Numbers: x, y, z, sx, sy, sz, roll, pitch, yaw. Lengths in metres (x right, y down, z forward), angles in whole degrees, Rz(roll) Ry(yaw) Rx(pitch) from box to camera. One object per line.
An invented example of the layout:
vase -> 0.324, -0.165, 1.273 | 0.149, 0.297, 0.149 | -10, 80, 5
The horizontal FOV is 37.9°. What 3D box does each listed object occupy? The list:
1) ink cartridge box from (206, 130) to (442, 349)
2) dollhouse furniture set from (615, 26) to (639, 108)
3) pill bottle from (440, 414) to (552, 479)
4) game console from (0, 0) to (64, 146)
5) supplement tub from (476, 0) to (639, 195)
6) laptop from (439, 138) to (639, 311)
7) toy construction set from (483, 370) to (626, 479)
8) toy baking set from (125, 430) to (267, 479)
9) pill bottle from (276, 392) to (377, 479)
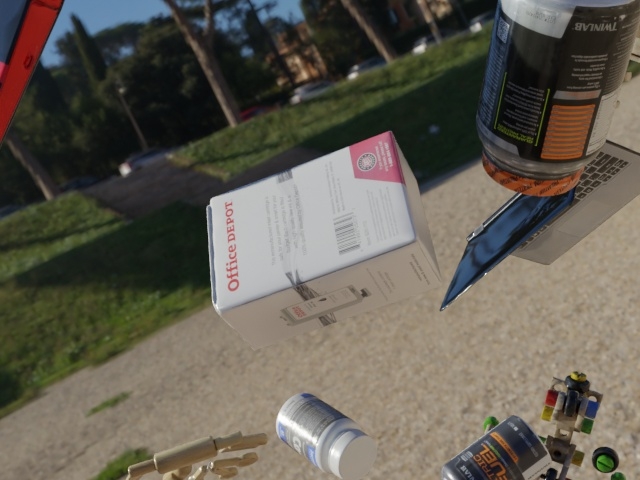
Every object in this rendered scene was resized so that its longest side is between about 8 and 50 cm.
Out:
ink cartridge box -> 0.000, 0.000, 1.269 | 0.283, 0.117, 0.207 | -20, 49, 13
dollhouse furniture set -> 0.545, -0.476, 1.873 | 0.256, 0.362, 0.394 | 25, 18, 20
pill bottle -> 0.336, 0.475, 1.889 | 0.245, 0.130, 0.130 | -34, 6, -9
game console -> -0.548, -0.304, 1.531 | 0.060, 0.342, 0.386 | 17, 7, -38
supplement tub -> 0.329, -0.232, 1.324 | 0.193, 0.316, 0.194 | 3, 40, -2
laptop -> 0.490, -0.009, 1.927 | 0.407, 0.236, 0.382 | 15, -42, -31
toy construction set -> 0.529, 0.431, 2.156 | 0.308, 0.258, 0.237 | -10, 12, 21
toy baking set -> -0.195, 0.338, 1.344 | 0.256, 0.030, 0.197 | -15, -30, -7
pill bottle -> 0.008, 0.263, 1.244 | 0.078, 0.078, 0.137 | -29, 30, -28
